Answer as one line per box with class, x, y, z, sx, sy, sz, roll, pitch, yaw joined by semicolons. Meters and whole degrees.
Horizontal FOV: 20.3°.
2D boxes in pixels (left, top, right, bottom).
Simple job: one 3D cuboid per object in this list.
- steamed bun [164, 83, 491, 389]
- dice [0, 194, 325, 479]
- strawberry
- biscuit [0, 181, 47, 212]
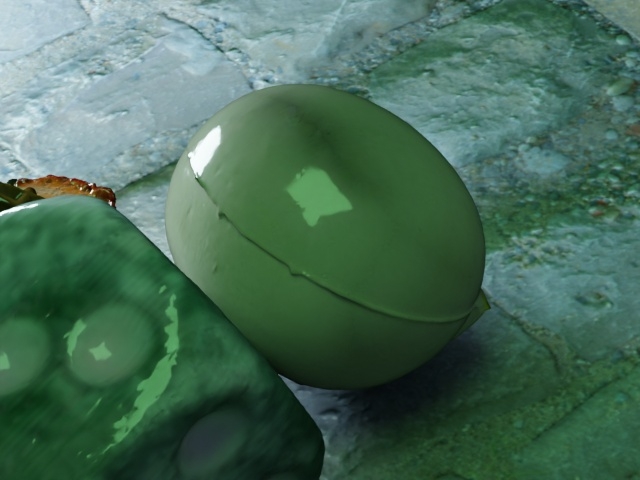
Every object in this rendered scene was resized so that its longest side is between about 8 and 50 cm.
steamed bun;0.003;-0.005;1.945;0.334;0.334;0.374;-25;47;-17
dice;-0.226;0.186;1.706;0.348;0.330;0.328;-45;53;-7
strawberry;-0.334;-0.042;2.262;0.152;0.048;0.104;9;36;1
biscuit;-0.406;-0.010;2.085;0.366;0.115;0.268;23;12;-6
